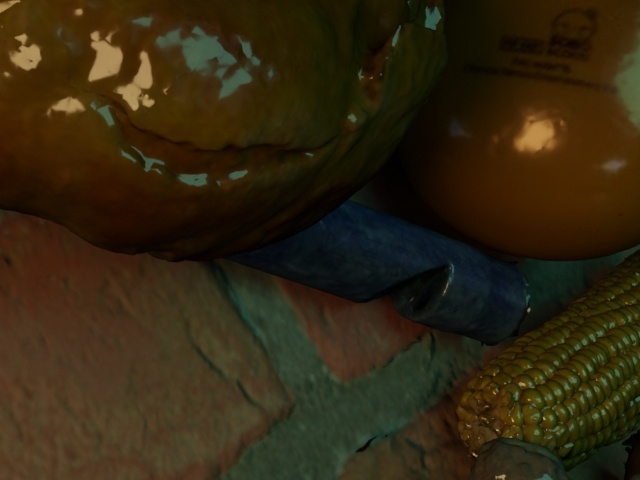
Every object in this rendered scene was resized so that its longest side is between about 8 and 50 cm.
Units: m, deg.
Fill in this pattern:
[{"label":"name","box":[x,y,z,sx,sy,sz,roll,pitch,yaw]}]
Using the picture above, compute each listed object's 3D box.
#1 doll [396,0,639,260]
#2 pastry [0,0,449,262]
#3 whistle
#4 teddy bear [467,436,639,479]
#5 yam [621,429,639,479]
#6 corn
[{"label":"doll","box":[0.156,-0.072,1.244,0.236,0.213,0.213,62,22,-65]},{"label":"pastry","box":[-0.092,-0.140,0.991,0.356,0.164,0.356,21,41,-20]},{"label":"whistle","box":[0.000,0.000,1.130,0.304,0.062,0.062,19,58,-37]},{"label":"teddy bear","box":[0.129,0.250,1.072,0.236,0.151,0.267,14,49,2]},{"label":"yam","box":[0.251,0.239,1.209,0.128,0.129,0.238,32,50,-29]},{"label":"corn","box":[0.189,0.081,1.254,0.293,0.106,0.106,-30,92,-44]}]
